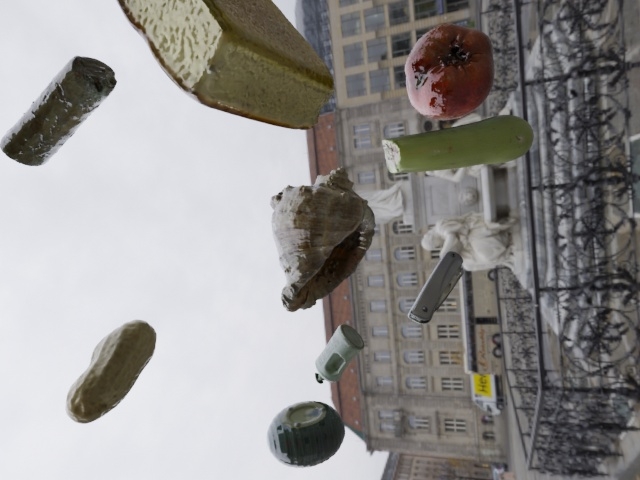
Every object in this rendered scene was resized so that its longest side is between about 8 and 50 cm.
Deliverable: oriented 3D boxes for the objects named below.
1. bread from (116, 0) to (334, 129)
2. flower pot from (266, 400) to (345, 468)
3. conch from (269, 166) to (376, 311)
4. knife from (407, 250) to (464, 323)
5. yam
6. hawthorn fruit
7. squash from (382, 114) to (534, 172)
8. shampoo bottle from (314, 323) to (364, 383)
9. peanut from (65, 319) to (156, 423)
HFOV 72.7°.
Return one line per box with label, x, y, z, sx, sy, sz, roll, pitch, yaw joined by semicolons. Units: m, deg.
bread;-0.159;-0.360;0.769;0.323;0.143;0.333;54;-153;16
flower pot;-0.045;0.593;1.341;0.189;0.243;0.156;-131;36;-61
conch;-0.009;-0.011;1.056;0.297;0.352;0.210;13;-152;-48
knife;0.318;0.124;1.167;0.265;0.073;0.040;-45;-23;-37
yam;-0.516;-0.256;0.861;0.093;0.259;0.093;46;-161;-22
hawthorn fruit;0.292;-0.373;1.027;0.243;0.208;0.207;51;-144;-82
squash;0.235;-0.160;0.743;0.083;0.251;0.083;-9;-90;-85
shampoo bottle;0.051;0.415;1.522;0.087;0.234;0.118;11;-151;-42
peanut;-0.588;0.364;1.229;0.152;0.152;0.312;68;-146;-42
